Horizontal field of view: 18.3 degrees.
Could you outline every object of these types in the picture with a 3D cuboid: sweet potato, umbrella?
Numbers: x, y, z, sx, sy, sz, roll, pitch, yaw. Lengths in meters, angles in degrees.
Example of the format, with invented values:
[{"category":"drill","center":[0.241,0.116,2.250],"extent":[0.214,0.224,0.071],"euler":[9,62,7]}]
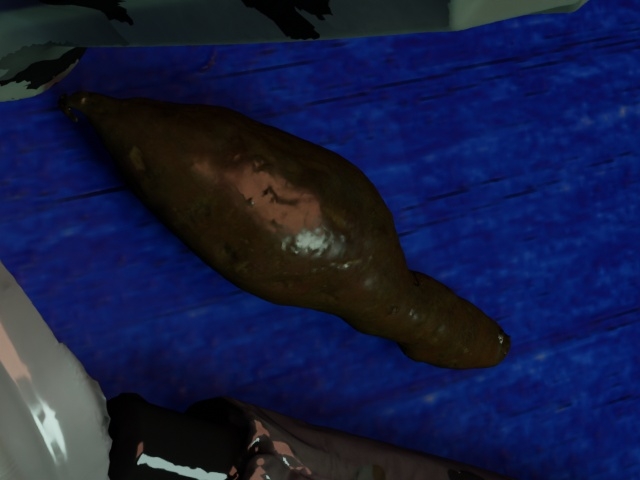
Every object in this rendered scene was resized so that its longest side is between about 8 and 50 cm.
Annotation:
[{"category":"sweet potato","center":[0.003,0.002,0.887],"extent":[0.269,0.075,0.074],"euler":[32,67,-33]},{"category":"umbrella","center":[0.041,0.129,0.902],"extent":[0.337,0.073,0.067],"euler":[19,58,-33]}]

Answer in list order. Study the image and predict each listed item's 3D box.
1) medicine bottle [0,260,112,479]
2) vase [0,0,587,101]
[{"category":"medicine bottle","center":[-0.242,0.123,0.615],"extent":[0.332,0.190,0.190],"euler":[-39,108,-33]},{"category":"vase","center":[-0.036,-0.132,0.693],"extent":[0.165,0.360,0.165],"euler":[4,83,-37]}]
